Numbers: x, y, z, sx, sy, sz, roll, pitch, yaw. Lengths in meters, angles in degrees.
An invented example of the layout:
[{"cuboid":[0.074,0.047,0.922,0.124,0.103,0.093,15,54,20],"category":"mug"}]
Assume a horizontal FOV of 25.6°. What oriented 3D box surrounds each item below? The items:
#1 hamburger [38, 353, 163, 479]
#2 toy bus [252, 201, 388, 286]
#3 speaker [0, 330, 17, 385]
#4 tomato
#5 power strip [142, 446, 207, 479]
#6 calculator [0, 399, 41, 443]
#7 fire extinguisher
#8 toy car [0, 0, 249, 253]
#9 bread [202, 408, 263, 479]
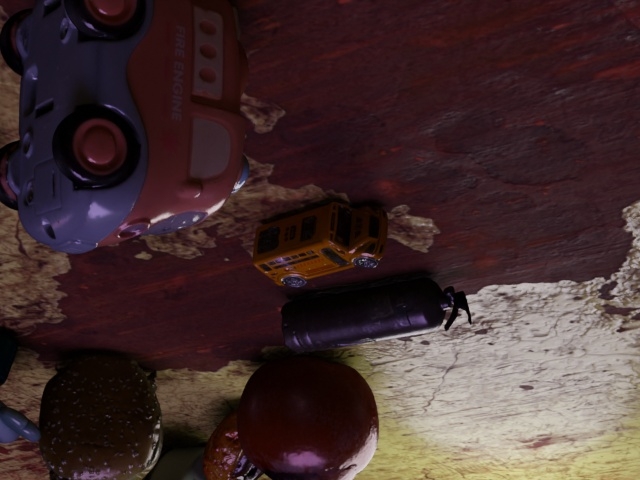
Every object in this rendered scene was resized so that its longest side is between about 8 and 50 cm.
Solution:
[{"cuboid":[-0.328,0.280,2.084,0.190,0.215,0.122,2,158,2],"category":"hamburger"},{"cuboid":[0.000,0.000,1.661,0.162,0.069,0.074,-17,144,36],"category":"toy bus"},{"cuboid":[-0.490,0.165,2.033,0.095,0.075,0.060,15,151,-1],"category":"speaker"},{"cuboid":[-0.019,0.272,2.058,0.208,0.184,0.208,2,152,1],"category":"tomato"},{"cuboid":[-0.237,0.519,2.412,0.161,0.357,0.357,-7,150,20],"category":"power strip"},{"cuboid":[-0.535,0.227,2.072,0.299,0.041,0.185,22,155,27],"category":"calculator"},{"cuboid":[0.076,0.100,1.820,0.268,0.089,0.072,-11,124,27],"category":"fire extinguisher"},{"cuboid":[-0.162,-0.117,1.258,0.212,0.270,0.180,8,169,-32],"category":"toy car"},{"cuboid":[-0.132,0.349,2.307,0.139,0.095,0.269,-38,165,-15],"category":"bread"}]
